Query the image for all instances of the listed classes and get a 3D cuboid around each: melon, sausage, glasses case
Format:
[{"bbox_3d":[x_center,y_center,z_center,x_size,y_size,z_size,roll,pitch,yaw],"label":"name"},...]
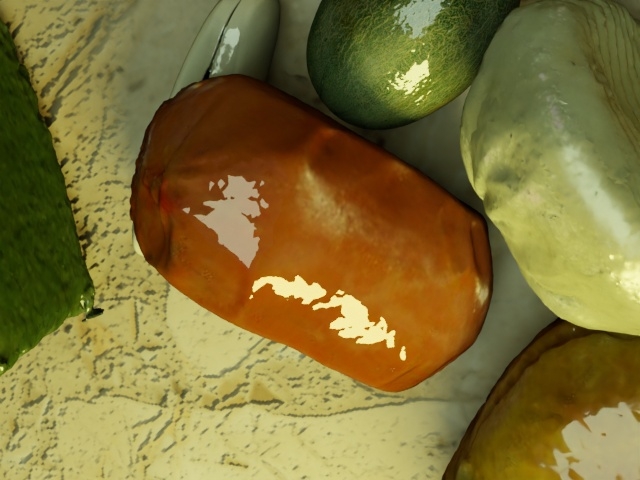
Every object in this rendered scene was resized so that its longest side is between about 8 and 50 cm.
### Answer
[{"bbox_3d":[0.061,-0.144,1.038,0.114,0.114,0.167,41,114,0],"label":"melon"},{"bbox_3d":[0.001,-0.001,1.046,0.268,0.153,0.141,31,94,-32],"label":"sausage"},{"bbox_3d":[-0.078,-0.078,1.111,0.051,0.081,0.204,25,108,8],"label":"glasses case"}]

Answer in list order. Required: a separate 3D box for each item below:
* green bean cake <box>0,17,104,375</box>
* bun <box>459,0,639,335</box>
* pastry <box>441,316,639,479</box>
[{"bbox_3d":[-0.282,-0.021,1.086,0.156,0.250,0.247,-14,103,17],"label":"green bean cake"},{"bbox_3d":[0.170,-0.037,0.996,0.133,0.231,0.231,-36,95,32],"label":"bun"},{"bbox_3d":[0.230,0.204,1.073,0.356,0.164,0.356,3,103,13],"label":"pastry"}]
